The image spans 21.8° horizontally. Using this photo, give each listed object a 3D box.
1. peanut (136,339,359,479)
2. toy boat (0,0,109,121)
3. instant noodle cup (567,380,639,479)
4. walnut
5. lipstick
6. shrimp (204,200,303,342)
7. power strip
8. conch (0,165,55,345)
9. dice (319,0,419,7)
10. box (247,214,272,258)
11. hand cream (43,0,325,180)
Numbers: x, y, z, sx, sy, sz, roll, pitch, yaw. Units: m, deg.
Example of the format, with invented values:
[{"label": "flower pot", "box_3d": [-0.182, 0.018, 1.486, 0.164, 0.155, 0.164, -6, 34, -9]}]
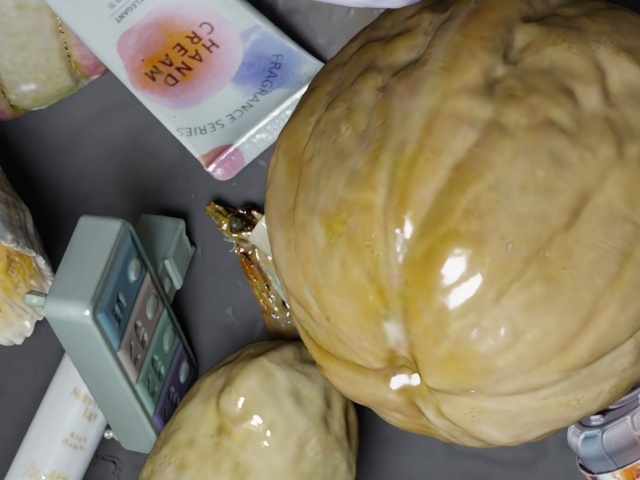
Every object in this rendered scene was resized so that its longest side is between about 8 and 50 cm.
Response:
[{"label": "peanut", "box_3d": [-0.058, 0.253, 1.266, 0.169, 0.192, 0.387, 37, 124, 45]}, {"label": "toy boat", "box_3d": [-0.257, -0.194, 1.222, 0.293, 0.111, 0.276, 22, 123, 0]}, {"label": "instant noodle cup", "box_3d": [0.275, 0.121, 1.049, 0.181, 0.302, 0.258, 42, 150, -6]}, {"label": "walnut", "box_3d": [0.109, -0.029, 1.040, 0.252, 0.313, 0.277, 42, 146, -19]}, {"label": "lipstick", "box_3d": [-0.227, 0.208, 1.308, 0.059, 0.059, 0.264, 23, 82, 10]}, {"label": "shrimp", "box_3d": [-0.021, 0.038, 1.253, 0.091, 0.043, 0.184, -39, 94, 31]}, {"label": "power strip", "box_3d": [-0.141, 0.050, 1.246, 0.061, 0.145, 0.216, 9, 147, 17]}, {"label": "conch", "box_3d": [-0.346, -0.024, 1.236, 0.297, 0.352, 0.210, -8, 76, 24]}, {"label": "dice", "box_3d": [-0.003, -0.314, 0.986, 0.270, 0.271, 0.270, 25, 117, 9]}, {"label": "box", "box_3d": [0.000, 0.000, 1.211, 0.083, 0.079, 0.035, 38, 117, 4]}, {"label": "hand cream", "box_3d": [-0.139, -0.177, 1.147, 0.124, 0.078, 0.340, -38, 118, 18]}]
